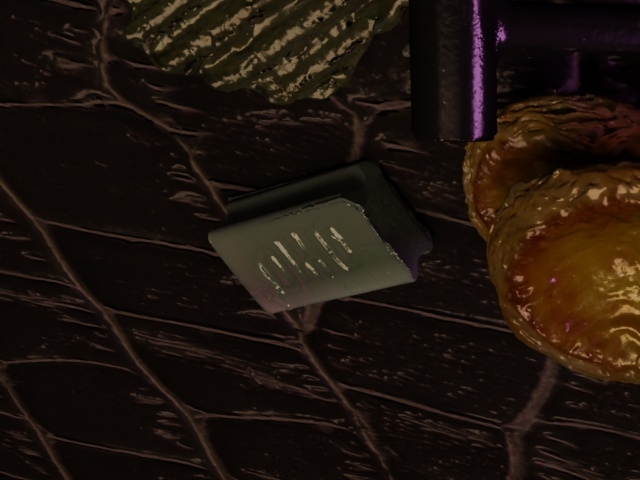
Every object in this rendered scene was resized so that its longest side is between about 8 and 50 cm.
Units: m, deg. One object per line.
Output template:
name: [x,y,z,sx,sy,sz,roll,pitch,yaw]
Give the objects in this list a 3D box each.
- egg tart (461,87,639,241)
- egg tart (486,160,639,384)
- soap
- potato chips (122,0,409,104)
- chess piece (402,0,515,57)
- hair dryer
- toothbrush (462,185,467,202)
egg tart: [0.293,-0.061,1.582,0.295,0.116,0.295,12,138,11]
egg tart: [0.319,0.015,1.468,0.319,0.128,0.319,13,137,12]
soap: [0.000,0.000,1.851,0.261,0.094,0.150,-14,127,42]
potato chips: [-0.074,-0.314,1.519,0.373,0.097,0.389,31,137,-2]
chess piece: [0.136,-0.218,1.548,0.059,0.059,0.149,46,146,-23]
hair dryer: [0.207,-0.195,1.437,0.251,0.089,0.197,-2,101,-7]
toothbrush: [0.340,-0.008,1.688,0.375,0.028,0.037,16,147,15]
